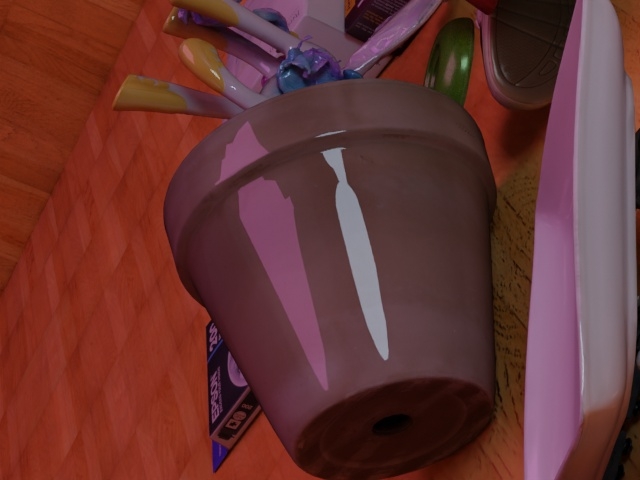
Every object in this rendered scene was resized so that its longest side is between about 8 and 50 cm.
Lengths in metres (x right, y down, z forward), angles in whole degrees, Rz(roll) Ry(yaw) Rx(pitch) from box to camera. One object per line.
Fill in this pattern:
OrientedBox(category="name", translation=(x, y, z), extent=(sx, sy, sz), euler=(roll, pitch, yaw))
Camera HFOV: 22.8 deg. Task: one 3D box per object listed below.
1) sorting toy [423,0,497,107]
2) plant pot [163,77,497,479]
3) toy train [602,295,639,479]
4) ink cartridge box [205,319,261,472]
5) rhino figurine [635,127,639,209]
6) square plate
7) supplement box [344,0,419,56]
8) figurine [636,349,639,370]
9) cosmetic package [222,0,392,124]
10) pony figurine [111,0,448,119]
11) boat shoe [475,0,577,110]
OrientedBox(category="sorting toy", translation=(0.085, -0.185, 1.548), extent=(0.127, 0.126, 0.366), euler=(-87, 9, -51))
OrientedBox(category="plant pot", translation=(0.037, 0.057, 1.479), extent=(0.323, 0.323, 0.280), euler=(-49, 44, 39))
OrientedBox(category="toy train", translation=(0.241, 0.116, 1.251), extent=(0.036, 0.027, 0.158), euler=(150, 139, -76))
OrientedBox(category="ink cartridge box", translation=(-0.105, 0.154, 2.016), extent=(0.208, 0.045, 0.206), euler=(-55, 25, 32))
OrientedBox(category="rhino figurine", translation=(0.272, -0.066, 1.196), extent=(0.106, 0.073, 0.243), euler=(-63, -6, -11))
OrientedBox(category="square plate", translation=(0.190, 0.041, 1.174), extent=(0.344, 0.049, 0.347), euler=(89, -174, -61))
OrientedBox(category="supplement box", translation=(0.109, -0.332, 1.939), extent=(0.188, 0.080, 0.104), euler=(-50, 27, 38))
OrientedBox(category="figurine", translation=(0.294, 0.018, 1.105), extent=(0.215, 0.092, 0.209), euler=(-63, -6, 11))
OrientedBox(category="cosmetic package", translation=(-0.019, -0.265, 2.104), extent=(0.224, 0.138, 0.225), euler=(-50, 28, 38))
OrientedBox(category="pony figurine", translation=(-0.013, -0.174, 1.801), extent=(0.303, 0.363, 0.351), euler=(-61, 5, 36))
OrientedBox(category="boat shoe", translation=(0.206, -0.241, 1.596), extent=(0.098, 0.109, 0.302), euler=(122, 160, -55))
